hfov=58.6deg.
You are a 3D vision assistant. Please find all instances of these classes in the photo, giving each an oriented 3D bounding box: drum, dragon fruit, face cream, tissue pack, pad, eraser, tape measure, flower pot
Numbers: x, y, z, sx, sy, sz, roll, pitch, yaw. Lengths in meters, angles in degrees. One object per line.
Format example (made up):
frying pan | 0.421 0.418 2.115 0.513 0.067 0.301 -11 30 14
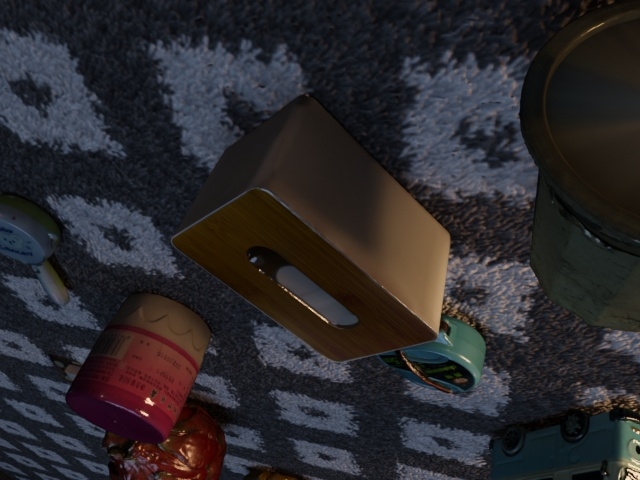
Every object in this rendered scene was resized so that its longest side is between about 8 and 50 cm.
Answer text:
drum | -0.473 0.022 0.912 0.130 0.049 0.253 22 143 -4
dragon fruit | -0.343 0.466 1.248 0.244 0.244 0.299 -12 150 35
face cream | -0.293 0.210 0.947 0.175 0.194 0.175 14 144 10
tissue pack | 0.001 -0.001 0.601 0.246 0.136 0.159 40 138 -25
pad | -0.529 0.338 1.369 0.235 0.003 0.158 16 143 5
eraser | -0.532 0.348 1.358 0.104 0.023 0.150 10 141 13
tape measure | 0.153 0.151 0.766 0.146 0.081 0.125 41 141 -26
flower pot | 0.246 -0.028 0.416 0.212 0.212 0.202 7 149 17

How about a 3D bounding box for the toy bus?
toy bus | 0.385 0.363 0.853 0.133 0.164 0.271 30 142 -12

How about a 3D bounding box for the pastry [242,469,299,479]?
pastry | -0.113 0.724 1.563 0.236 0.120 0.257 13 142 9
